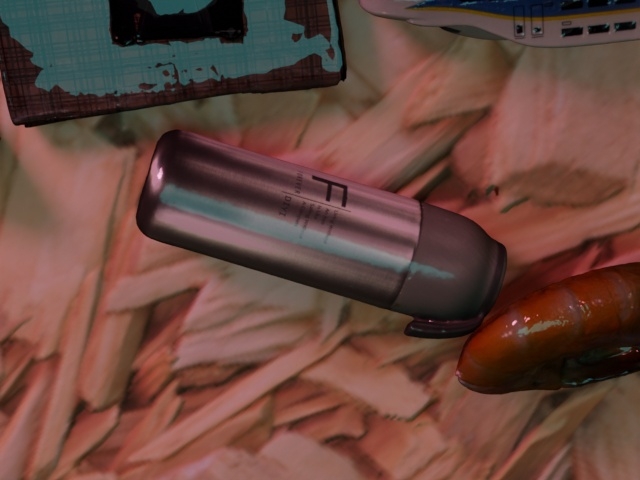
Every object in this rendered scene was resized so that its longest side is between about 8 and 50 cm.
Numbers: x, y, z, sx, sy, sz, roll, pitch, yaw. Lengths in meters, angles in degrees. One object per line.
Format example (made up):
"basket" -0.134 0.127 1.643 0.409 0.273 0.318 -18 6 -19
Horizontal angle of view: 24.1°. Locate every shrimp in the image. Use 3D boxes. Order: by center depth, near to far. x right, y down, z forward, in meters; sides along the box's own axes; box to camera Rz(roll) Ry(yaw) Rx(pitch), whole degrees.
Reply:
"shrimp" 0.211 0.062 1.059 0.249 0.150 0.068 -13 67 -9

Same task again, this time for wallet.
"wallet" -0.102 -0.147 0.995 0.230 0.042 0.124 -7 114 3

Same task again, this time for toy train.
"toy train" 0.143 -0.156 0.995 0.234 0.052 0.051 -6 116 0

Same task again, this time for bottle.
"bottle" 0.000 0.000 1.030 0.254 0.079 0.096 16 69 -9
